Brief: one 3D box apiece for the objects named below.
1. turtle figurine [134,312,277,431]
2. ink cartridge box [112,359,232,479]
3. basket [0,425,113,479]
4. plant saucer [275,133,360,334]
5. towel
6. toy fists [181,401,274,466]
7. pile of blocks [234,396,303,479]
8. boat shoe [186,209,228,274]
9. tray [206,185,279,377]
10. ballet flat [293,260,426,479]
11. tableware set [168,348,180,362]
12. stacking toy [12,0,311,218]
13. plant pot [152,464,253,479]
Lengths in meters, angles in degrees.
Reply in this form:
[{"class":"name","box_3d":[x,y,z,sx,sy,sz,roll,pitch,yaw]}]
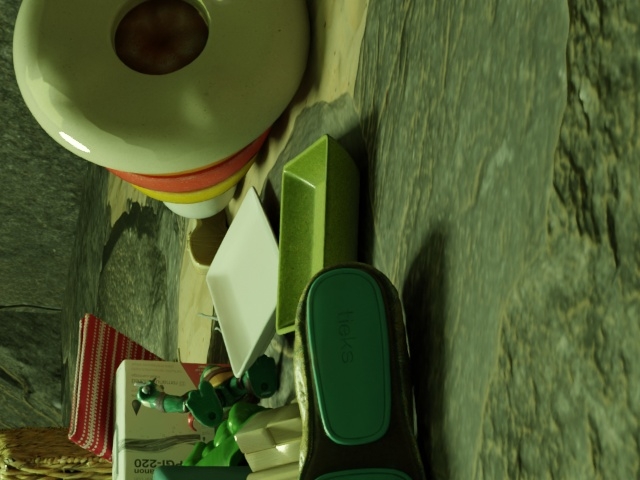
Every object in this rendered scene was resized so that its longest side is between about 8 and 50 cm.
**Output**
[{"class":"turtle figurine","box_3d":[-0.130,0.173,1.845,0.175,0.118,0.234,-46,14,-9]},{"class":"ink cartridge box","box_3d":[-0.194,0.276,1.953,0.092,0.159,0.217,122,149,-59]},{"class":"basket","box_3d":[-0.390,0.423,2.370,0.223,0.299,0.213,-165,77,-69]},{"class":"plant saucer","box_3d":[0.000,0.000,1.517,0.188,0.045,0.188,154,120,-73]},{"class":"towel","box_3d":[-0.255,0.243,2.072,0.031,0.275,0.198,-20,52,27]},{"class":"toy fists","box_3d":[-0.125,0.309,1.652,0.279,0.096,0.142,-62,13,-9]},{"class":"pile of blocks","box_3d":[-0.029,0.300,1.291,0.113,0.149,0.362,-19,48,37]},{"class":"boat shoe","box_3d":[-0.161,0.007,2.107,0.170,0.063,0.059,-92,10,-59]},{"class":"tray","box_3d":[-0.082,0.048,1.793,0.145,0.030,0.270,-61,22,17]},{"class":"ballet flat","box_3d":[0.034,0.193,1.242,0.123,0.123,0.348,130,141,-66]},{"class":"tableware set","box_3d":[-0.254,0.265,2.450,0.104,0.024,0.154,-106,25,-51]},{"class":"stacking toy","box_3d":[-0.176,-0.167,1.897,0.480,0.351,0.350,82,-174,-68]},{"class":"plant pot","box_3d":[-0.066,0.338,1.461,0.234,0.165,0.165,-155,69,-68]}]
